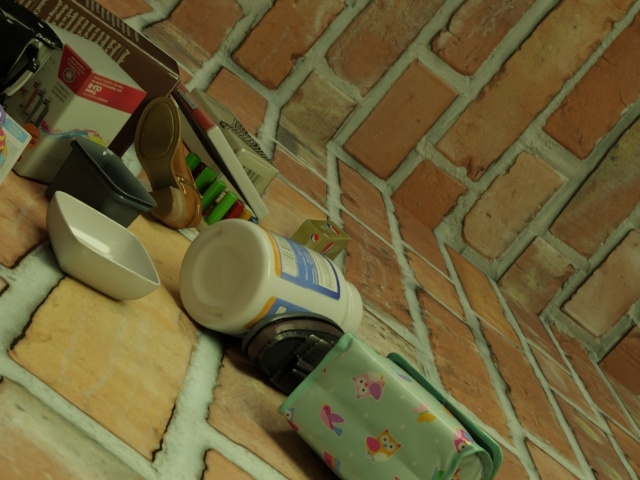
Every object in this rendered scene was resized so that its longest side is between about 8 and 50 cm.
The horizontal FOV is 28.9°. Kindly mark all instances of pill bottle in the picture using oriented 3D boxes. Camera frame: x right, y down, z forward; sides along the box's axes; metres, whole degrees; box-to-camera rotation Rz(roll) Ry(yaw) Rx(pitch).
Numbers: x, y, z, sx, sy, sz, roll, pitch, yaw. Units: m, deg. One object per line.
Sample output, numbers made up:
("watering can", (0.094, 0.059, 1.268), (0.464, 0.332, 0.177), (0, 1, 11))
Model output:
("pill bottle", (-0.057, 0.075, 1.721), (0.152, 0.152, 0.272), (47, 12, 34))

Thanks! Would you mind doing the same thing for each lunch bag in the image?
("lunch bag", (0.099, 0.249, 1.543), (0.223, 0.160, 0.262), (41, -1, 24))

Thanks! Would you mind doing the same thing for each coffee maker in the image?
("coffee maker", (-0.444, -0.230, 1.566), (0.171, 0.178, 0.120), (37, 10, -18))

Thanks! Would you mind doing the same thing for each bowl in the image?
("bowl", (-0.271, 0.014, 1.503), (0.142, 0.053, 0.142), (31, 14, -34))

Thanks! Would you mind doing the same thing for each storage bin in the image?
("storage bin", (-0.290, -0.057, 1.626), (0.135, 0.091, 0.098), (48, 13, 32))

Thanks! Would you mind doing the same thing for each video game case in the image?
("video game case", (-0.189, -0.174, 2.181), (0.204, 0.025, 0.285), (60, -6, -37))

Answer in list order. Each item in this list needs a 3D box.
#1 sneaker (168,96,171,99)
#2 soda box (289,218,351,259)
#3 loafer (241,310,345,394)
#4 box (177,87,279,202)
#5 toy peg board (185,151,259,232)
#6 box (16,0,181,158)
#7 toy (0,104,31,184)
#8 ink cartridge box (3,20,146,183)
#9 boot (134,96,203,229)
("sneaker", (-0.396, -0.330, 2.285), (0.330, 0.130, 0.147), (41, 13, 4))
("soda box", (0.000, 0.000, 2.465), (0.058, 0.061, 0.181), (42, 11, 14))
("loafer", (0.012, 0.177, 1.679), (0.095, 0.109, 0.302), (52, 13, 34))
("box", (-0.196, -0.191, 2.486), (0.113, 0.094, 0.275), (31, 15, -41))
("toy peg board", (-0.174, -0.069, 2.107), (0.161, 0.079, 0.160), (46, 12, 28))
("box", (-0.421, -0.302, 1.912), (0.381, 0.191, 0.143), (37, 11, -18))
("toy", (-0.402, -0.123, 1.416), (0.137, 0.056, 0.237), (45, 28, -19))
("ink cartridge box", (-0.355, -0.180, 1.680), (0.128, 0.176, 0.127), (44, 13, 24))
("boot", (-0.229, -0.114, 1.933), (0.073, 0.197, 0.152), (-1, -6, 13))
